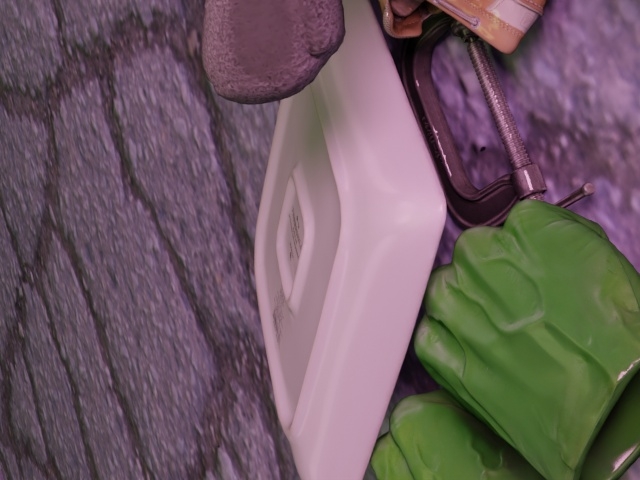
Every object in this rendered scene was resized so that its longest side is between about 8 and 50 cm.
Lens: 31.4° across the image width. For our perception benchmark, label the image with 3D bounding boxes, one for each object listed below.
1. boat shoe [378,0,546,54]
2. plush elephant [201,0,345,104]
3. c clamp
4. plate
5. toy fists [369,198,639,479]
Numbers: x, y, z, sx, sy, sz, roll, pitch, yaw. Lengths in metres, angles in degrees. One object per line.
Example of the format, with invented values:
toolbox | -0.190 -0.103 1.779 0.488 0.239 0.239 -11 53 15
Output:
boat shoe | 0.051 -0.152 0.648 0.190 0.068 0.072 36 107 51
plush elephant | 0.014 -0.270 0.536 0.272 0.255 0.330 -25 117 23
c clamp | 0.097 -0.073 0.671 0.161 0.022 0.137 68 155 15
plate | 0.000 0.000 0.752 0.277 0.045 0.278 -105 22 -48
toy fists | 0.107 0.107 0.645 0.142 0.096 0.279 43 136 37
